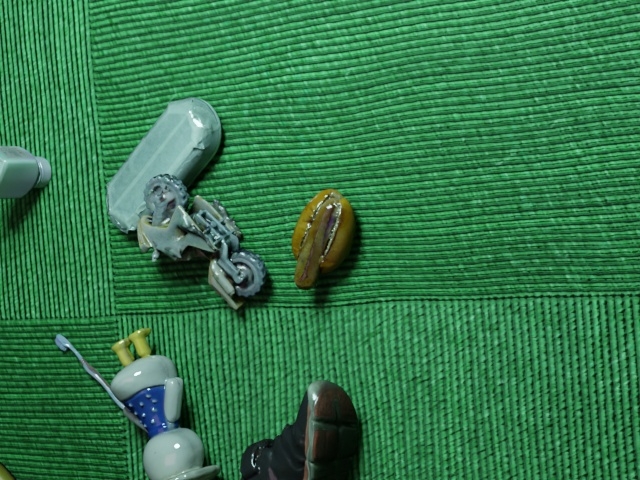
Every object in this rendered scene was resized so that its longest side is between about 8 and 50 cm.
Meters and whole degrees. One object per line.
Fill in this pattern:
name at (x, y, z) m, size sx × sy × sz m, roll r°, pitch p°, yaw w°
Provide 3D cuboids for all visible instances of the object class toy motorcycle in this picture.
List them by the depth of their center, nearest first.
toy motorcycle at (-0.181, 0.010, 1.658) m, size 0.229 × 0.094 × 0.130 m, roll 44°, pitch 119°, yaw 5°

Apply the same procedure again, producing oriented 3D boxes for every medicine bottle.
medicine bottle at (-0.485, -0.108, 1.793) m, size 0.055 × 0.118 × 0.074 m, roll 35°, pitch 110°, yaw 23°

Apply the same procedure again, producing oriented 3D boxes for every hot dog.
hot dog at (-0.001, -0.001, 1.571) m, size 0.090 × 0.060 × 0.140 m, roll 37°, pitch 113°, yaw 26°

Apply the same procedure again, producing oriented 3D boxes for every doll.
doll at (-0.235, 0.277, 1.692) m, size 0.138 × 0.119 × 0.293 m, roll -33°, pitch 72°, yaw 35°

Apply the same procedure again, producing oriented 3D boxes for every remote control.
remote control at (-0.239, -0.111, 1.699) m, size 0.104 × 0.052 × 0.247 m, roll 51°, pitch 117°, yaw 18°

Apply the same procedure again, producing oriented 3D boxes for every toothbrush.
toothbrush at (-0.360, 0.215, 1.806) m, size 0.193 × 0.013 × 0.019 m, roll 40°, pitch 117°, yaw 21°

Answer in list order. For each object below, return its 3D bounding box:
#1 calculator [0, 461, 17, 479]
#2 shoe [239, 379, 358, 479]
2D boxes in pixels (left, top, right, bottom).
calculator at (-0.525, 0.496, 1.905) m, size 0.157 × 0.033 × 0.236 m, roll -45°, pitch 74°, yaw 22°
shoe at (-0.040, 0.316, 1.590) m, size 0.137 × 0.114 × 0.291 m, roll 27°, pitch 109°, yaw 30°
